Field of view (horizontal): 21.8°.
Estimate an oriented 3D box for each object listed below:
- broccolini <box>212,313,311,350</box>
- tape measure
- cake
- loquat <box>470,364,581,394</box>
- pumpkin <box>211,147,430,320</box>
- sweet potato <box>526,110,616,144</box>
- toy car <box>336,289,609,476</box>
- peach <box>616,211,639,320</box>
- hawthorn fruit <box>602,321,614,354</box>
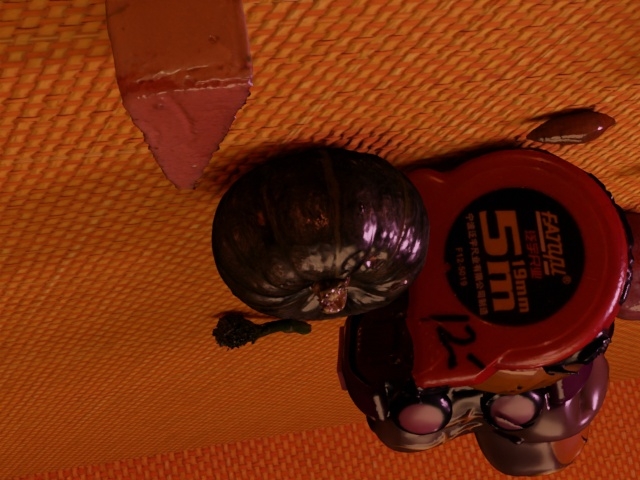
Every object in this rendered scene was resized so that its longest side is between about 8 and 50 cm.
[{"bbox_3d":[-0.078,0.126,2.373,0.054,0.051,0.239,-25,169,26],"label":"broccolini"},{"bbox_3d":[0.198,0.032,1.738,0.260,0.253,0.114,-8,173,9],"label":"tape measure"},{"bbox_3d":[-0.111,-0.115,1.156,0.090,0.109,0.225,-8,166,-16],"label":"cake"},{"bbox_3d":[0.223,0.063,1.944,0.235,0.235,0.235,-11,167,-3],"label":"loquat"},{"bbox_3d":[0.000,0.000,1.639,0.224,0.157,0.223,-8,155,-4],"label":"pumpkin"},{"bbox_3d":[0.251,-0.111,1.660,0.095,0.034,0.034,-13,167,-9],"label":"sweet potato"},{"bbox_3d":[0.204,0.182,2.162,0.341,0.271,0.240,-5,131,10],"label":"toy car"},{"bbox_3d":[0.425,0.024,2.185,0.152,0.152,0.152,-11,167,-3],"label":"peach"},{"bbox_3d":[0.293,0.115,2.327,0.189,0.189,0.251,-22,157,36],"label":"hawthorn fruit"}]
